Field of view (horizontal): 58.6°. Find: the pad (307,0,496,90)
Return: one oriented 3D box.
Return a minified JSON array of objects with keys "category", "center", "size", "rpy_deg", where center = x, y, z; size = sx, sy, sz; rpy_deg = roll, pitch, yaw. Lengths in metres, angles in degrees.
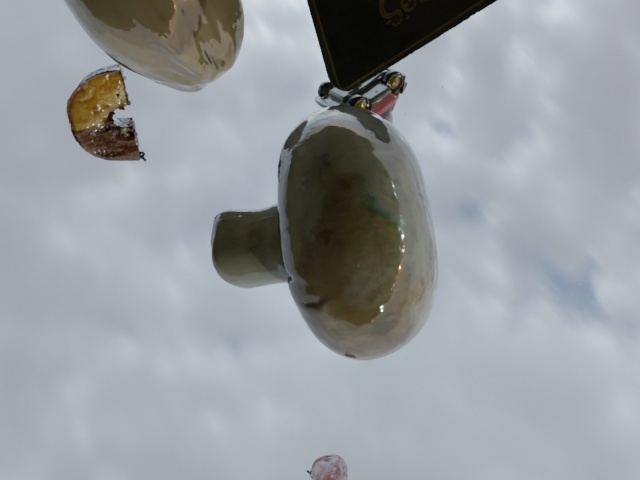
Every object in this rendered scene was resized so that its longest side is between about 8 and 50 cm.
[{"category":"pad","center":[0.113,-0.342,0.713],"size":[0.375,0.063,0.315],"rpy_deg":[-24,-101,40]}]

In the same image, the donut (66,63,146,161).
[{"category":"donut","center":[-0.456,-0.272,1.206],"size":[0.141,0.217,0.085],"rpy_deg":[-8,-135,-16]}]

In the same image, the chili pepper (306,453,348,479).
[{"category":"chili pepper","center":[0.012,0.332,0.816],"size":[0.059,0.268,0.051],"rpy_deg":[29,-104,12]}]

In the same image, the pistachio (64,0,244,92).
[{"category":"pistachio","center":[-0.236,-0.343,0.784],"size":[0.207,0.331,0.226],"rpy_deg":[-27,-123,21]}]

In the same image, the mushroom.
[{"category":"mushroom","center":[0.000,0.000,0.562],"size":[0.243,0.243,0.244],"rpy_deg":[-2,-102,8]}]

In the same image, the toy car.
[{"category":"toy car","center":[0.073,-0.205,0.903],"size":[0.139,0.112,0.112],"rpy_deg":[-31,-142,-13]}]
